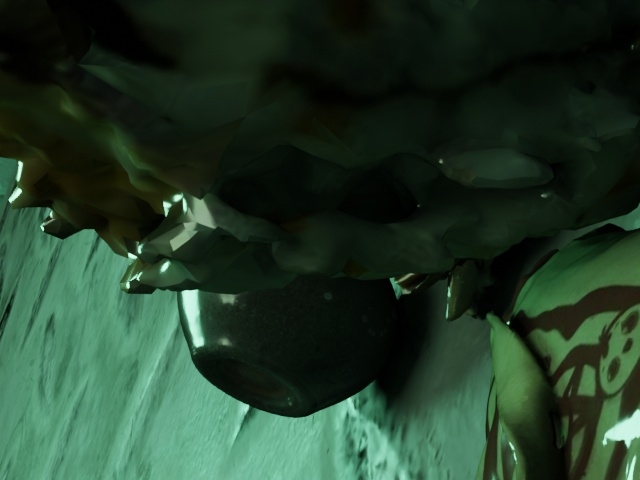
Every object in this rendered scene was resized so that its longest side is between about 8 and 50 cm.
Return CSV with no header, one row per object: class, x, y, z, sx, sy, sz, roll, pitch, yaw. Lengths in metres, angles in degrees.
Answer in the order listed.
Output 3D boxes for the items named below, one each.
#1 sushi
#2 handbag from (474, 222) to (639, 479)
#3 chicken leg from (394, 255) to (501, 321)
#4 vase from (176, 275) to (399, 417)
sushi,0.002,-0.177,0.448,0.176,0.417,0.418,157,128,-70
handbag,0.096,0.083,0.374,0.235,0.127,0.213,141,146,-79
chicken leg,0.082,-0.043,0.619,0.196,0.080,0.125,-38,48,48
vase,0.000,0.000,0.762,0.183,0.120,0.120,-64,14,-25
